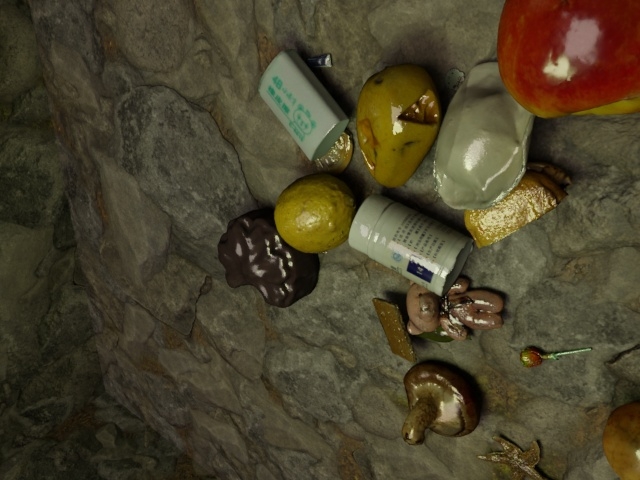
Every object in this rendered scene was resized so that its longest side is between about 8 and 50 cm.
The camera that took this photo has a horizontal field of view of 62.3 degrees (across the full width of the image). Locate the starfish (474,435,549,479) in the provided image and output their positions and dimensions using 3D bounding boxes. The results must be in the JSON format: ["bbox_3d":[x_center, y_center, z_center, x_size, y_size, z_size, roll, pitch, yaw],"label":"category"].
[{"bbox_3d":[0.653,0.734,1.742,0.277,0.062,0.236,16,122,34],"label":"starfish"}]

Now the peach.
[{"bbox_3d":[0.526,-0.423,1.006,0.388,0.388,0.389,19,124,30],"label":"peach"}]

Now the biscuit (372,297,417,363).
[{"bbox_3d":[0.245,0.293,1.745,0.131,0.025,0.231,13,128,59],"label":"biscuit"}]

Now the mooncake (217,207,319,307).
[{"bbox_3d":[-0.204,0.062,1.961,0.380,0.212,0.351,11,114,32],"label":"mooncake"}]

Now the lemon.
[{"bbox_3d":[-0.009,-0.089,1.684,0.310,0.253,0.254,-21,100,39],"label":"lemon"}]

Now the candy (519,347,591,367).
[{"bbox_3d":[0.670,0.326,1.517,0.200,0.060,0.061,-18,102,35],"label":"candy"}]

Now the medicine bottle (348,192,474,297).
[{"bbox_3d":[0.258,0.006,1.560,0.332,0.190,0.190,29,129,23],"label":"medicine bottle"}]

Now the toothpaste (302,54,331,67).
[{"bbox_3d":[-0.026,-0.538,1.602,0.139,0.021,0.037,8,121,34],"label":"toothpaste"}]

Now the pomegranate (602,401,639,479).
[{"bbox_3d":[0.851,0.540,1.357,0.248,0.248,0.248,19,124,30],"label":"pomegranate"}]

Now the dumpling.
[{"bbox_3d":[0.406,-0.251,1.275,0.181,0.341,0.260,38,173,-35],"label":"dumpling"}]

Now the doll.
[{"bbox_3d":[0.387,0.204,1.590,0.303,0.156,0.202,0,91,37],"label":"doll"}]

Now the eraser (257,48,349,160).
[{"bbox_3d":[-0.056,-0.410,1.606,0.290,0.104,0.189,53,134,10],"label":"eraser"}]

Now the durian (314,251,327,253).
[{"bbox_3d":[0.003,-0.002,1.839,0.110,0.071,0.140,-49,55,23],"label":"durian"}]

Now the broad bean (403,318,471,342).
[{"bbox_3d":[0.337,0.288,1.739,0.324,0.067,0.075,7,103,33],"label":"broad bean"}]

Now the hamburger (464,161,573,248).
[{"bbox_3d":[0.486,-0.111,1.350,0.283,0.144,0.157,-38,83,40],"label":"hamburger"}]

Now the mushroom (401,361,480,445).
[{"bbox_3d":[0.400,0.546,1.756,0.267,0.255,0.268,4,118,7],"label":"mushroom"}]

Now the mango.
[{"bbox_3d":[0.206,-0.300,1.431,0.253,0.182,0.365,54,157,38],"label":"mango"}]

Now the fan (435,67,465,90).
[{"bbox_3d":[0.336,-0.427,1.385,0.083,0.004,0.056,33,130,21],"label":"fan"}]

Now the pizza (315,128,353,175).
[{"bbox_3d":[0.012,-0.333,1.676,0.181,0.034,0.262,-21,99,44],"label":"pizza"}]
